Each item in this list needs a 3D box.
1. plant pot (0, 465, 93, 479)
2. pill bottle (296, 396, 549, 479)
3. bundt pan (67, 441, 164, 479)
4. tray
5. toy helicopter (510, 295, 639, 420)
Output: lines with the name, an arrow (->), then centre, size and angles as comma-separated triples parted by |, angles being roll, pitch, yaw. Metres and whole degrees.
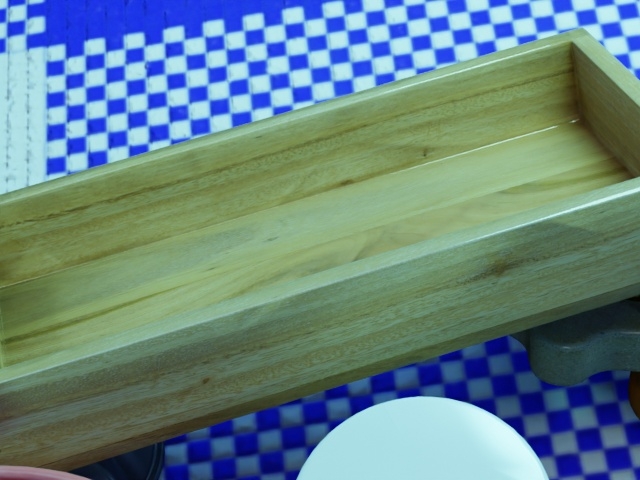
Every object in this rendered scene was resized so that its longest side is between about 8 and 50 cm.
plant pot -> -0.146, 0.285, 0.845 | 0.274, 0.243, 0.275 | -4, 57, 6
pill bottle -> 0.062, 0.196, 0.859 | 0.153, 0.265, 0.153 | -4, 56, 6
bundt pan -> -0.271, 0.133, 1.036 | 0.330, 0.124, 0.331 | -4, 57, 7
tray -> 0.000, 0.000, 0.940 | 0.410, 0.076, 0.203 | -17, 31, -6
toy helicopter -> 0.113, 0.005, 1.049 | 0.355, 0.140, 0.235 | -1, 38, -3
